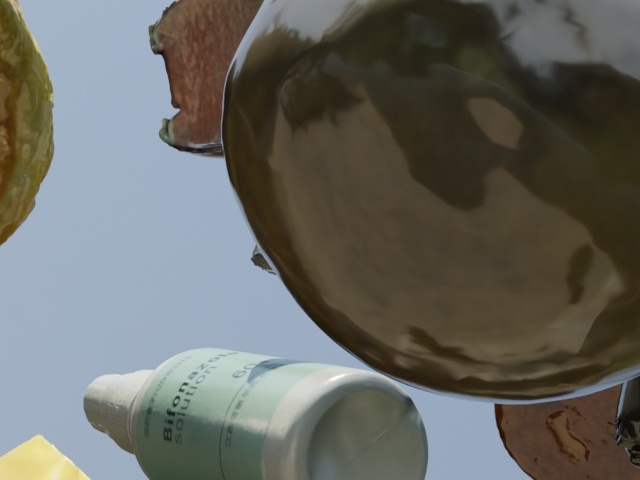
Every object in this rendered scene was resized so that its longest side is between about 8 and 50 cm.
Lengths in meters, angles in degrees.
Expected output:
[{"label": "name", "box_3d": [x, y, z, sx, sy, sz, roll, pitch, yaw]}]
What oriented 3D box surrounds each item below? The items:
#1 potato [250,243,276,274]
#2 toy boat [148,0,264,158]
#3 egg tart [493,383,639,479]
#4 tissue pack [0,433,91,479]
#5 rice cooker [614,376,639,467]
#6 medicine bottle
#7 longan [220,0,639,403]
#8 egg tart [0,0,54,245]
[{"label": "potato", "box_3d": [0.001, 0.000, 1.248, 0.093, 0.036, 0.037, -3, -24, 2]}, {"label": "toy boat", "box_3d": [-0.057, -0.150, 1.589, 0.227, 0.085, 0.155, -13, -99, 53]}, {"label": "egg tart", "box_3d": [0.223, 0.115, 1.511, 0.202, 0.147, 0.203, 12, -57, 20]}, {"label": "tissue pack", "box_3d": [-0.309, 0.403, 1.631, 0.228, 0.382, 0.293, 24, -37, 56]}, {"label": "rice cooker", "box_3d": [0.271, 0.111, 1.251, 0.142, 0.118, 0.203, 5, -23, 37]}, {"label": "medicine bottle", "box_3d": [-0.069, 0.130, 1.293, 0.110, 0.110, 0.352, 53, -25, -23]}, {"label": "longan", "box_3d": [0.059, -0.030, 0.633, 0.187, 0.167, 0.167, 26, -45, -17]}, {"label": "egg tart", "box_3d": [-0.339, -0.095, 1.299, 0.319, 0.128, 0.319, -12, -59, -21]}]
